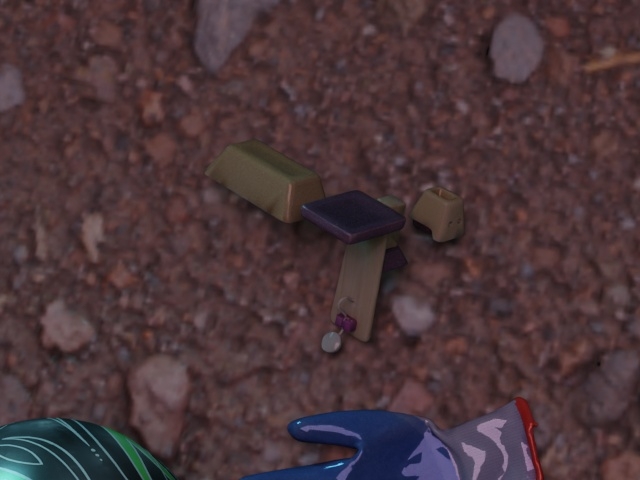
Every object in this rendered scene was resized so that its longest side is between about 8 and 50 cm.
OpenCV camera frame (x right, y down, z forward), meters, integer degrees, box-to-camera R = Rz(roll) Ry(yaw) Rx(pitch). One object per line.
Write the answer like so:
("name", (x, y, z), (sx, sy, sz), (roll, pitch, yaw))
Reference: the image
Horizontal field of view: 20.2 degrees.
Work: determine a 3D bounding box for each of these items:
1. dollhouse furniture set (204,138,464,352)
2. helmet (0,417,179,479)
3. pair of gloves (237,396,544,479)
("dollhouse furniture set", (0.000, 0.000, 0.929), (0.114, 0.091, 0.081), (31, 123, 35))
("helmet", (-0.122, 0.163, 0.829), (0.169, 0.169, 0.161), (-37, 91, -4))
("pair of gloves", (0.048, 0.172, 0.870), (0.159, 0.023, 0.198), (-15, 73, 3))
